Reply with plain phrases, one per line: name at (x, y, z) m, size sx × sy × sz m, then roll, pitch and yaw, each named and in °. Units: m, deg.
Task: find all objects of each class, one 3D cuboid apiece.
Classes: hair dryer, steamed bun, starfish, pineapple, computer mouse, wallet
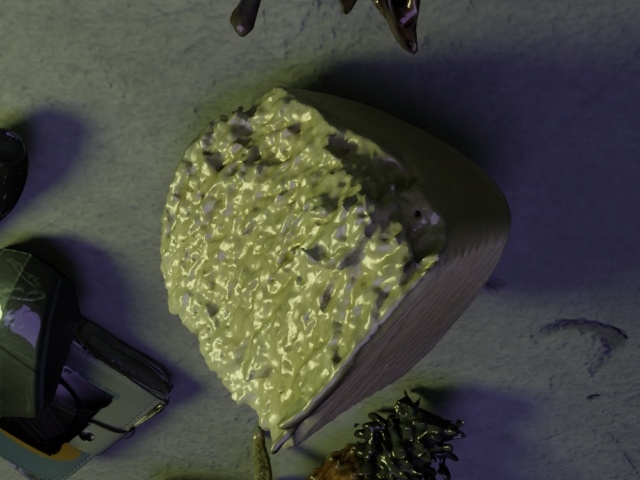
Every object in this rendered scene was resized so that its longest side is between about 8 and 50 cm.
hair dryer at (-0.398, -0.080, 1.080) m, size 0.219 × 0.075 × 0.195 m, roll 34°, pitch 136°, yaw -13°
steamed bun at (0.000, 0.000, 1.023) m, size 0.272 × 0.273 × 0.290 m, roll 51°, pitch 124°, yaw 15°
starfish at (-0.091, 0.337, 1.359) m, size 0.050 × 0.223 × 0.217 m, roll 6°, pitch 175°, yaw 26°
pineapple at (0.067, 0.283, 1.328) m, size 0.158 × 0.158 × 0.278 m, roll 21°, pitch 121°, yaw -16°
computer mouse at (-0.335, 0.108, 1.195) m, size 0.126 × 0.071 × 0.231 m, roll 26°, pitch 120°, yaw 2°
wallet at (-0.299, 0.195, 1.313) m, size 0.231 × 0.069 × 0.170 m, roll -34°, pitch 118°, yaw 28°

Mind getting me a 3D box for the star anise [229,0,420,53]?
star anise at (0.034, -0.243, 0.874) m, size 0.231 × 0.089 × 0.209 m, roll -8°, pitch 120°, yaw 2°
